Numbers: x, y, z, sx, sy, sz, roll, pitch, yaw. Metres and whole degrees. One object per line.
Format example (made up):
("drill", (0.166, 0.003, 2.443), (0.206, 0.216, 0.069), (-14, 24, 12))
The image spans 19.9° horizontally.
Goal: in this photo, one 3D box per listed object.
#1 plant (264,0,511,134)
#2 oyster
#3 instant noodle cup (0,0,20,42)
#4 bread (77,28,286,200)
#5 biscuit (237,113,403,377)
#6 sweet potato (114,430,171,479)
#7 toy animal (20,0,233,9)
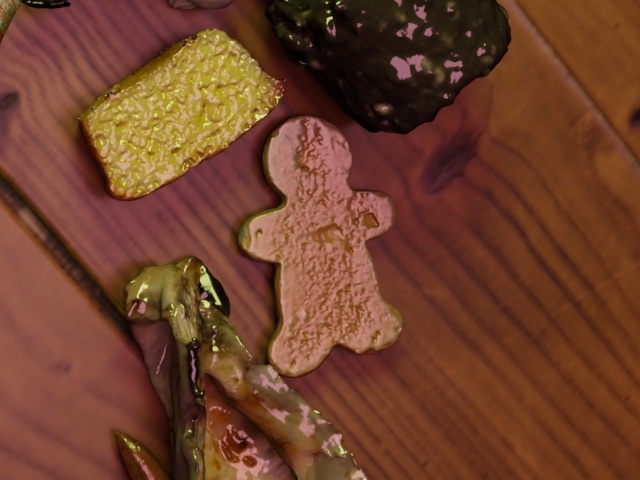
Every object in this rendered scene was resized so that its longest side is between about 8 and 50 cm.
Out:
("plant", (0.048, -0.216, 1.597), (0.204, 0.178, 0.234), (-39, 110, -12))
("oyster", (-0.085, 0.178, 1.590), (0.197, 0.133, 0.337), (-27, 96, -39))
("instant noodle cup", (-0.340, -0.151, 1.488), (0.168, 0.168, 0.185), (34, 75, -17))
("bread", (-0.127, -0.113, 1.604), (0.187, 0.065, 0.103), (-38, 102, -12))
("biscuit", (0.000, 0.000, 1.669), (0.153, 0.030, 0.234), (-14, 97, -18))
("sweet potato", (-0.155, 0.209, 1.625), (0.034, 0.034, 0.095), (-37, 106, -13))
("toy animal", (-0.154, -0.237, 1.555), (0.181, 0.131, 0.127), (10, 125, -33))
